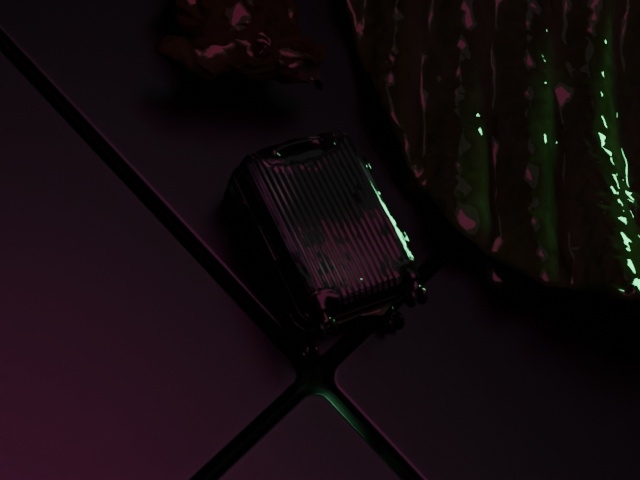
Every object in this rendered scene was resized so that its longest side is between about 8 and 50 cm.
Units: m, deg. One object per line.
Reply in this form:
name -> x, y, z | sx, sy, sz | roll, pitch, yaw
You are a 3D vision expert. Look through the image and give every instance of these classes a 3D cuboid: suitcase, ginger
suitcase -> 0.000, 0.000, 0.706 | 0.086, 0.059, 0.126 | -17, 71, -28
ginger -> -0.062, -0.229, 0.776 | 0.122, 0.084, 0.290 | -4, 67, -15

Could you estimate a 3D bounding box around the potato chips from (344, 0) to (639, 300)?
potato chips -> 0.220, -0.109, 0.818 | 0.373, 0.097, 0.389 | -12, 67, -23
